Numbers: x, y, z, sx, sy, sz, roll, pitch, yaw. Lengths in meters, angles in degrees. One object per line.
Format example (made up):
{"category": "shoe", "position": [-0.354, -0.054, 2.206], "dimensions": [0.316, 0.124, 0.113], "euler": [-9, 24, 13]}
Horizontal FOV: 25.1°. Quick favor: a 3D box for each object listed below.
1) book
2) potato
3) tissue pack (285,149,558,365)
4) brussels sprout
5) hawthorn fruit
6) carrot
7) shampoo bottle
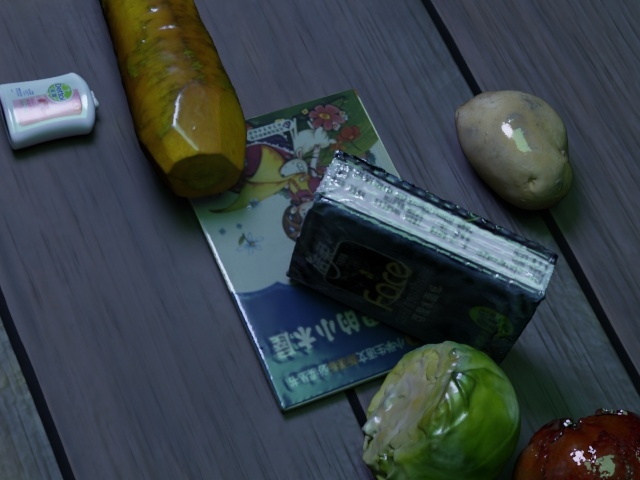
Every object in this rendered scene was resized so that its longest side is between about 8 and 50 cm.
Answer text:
{"category": "book", "position": [0.000, 0.000, 1.484], "dimensions": [0.228, 0.018, 0.322], "euler": [-19, 67, -18]}
{"category": "potato", "position": [0.210, -0.099, 1.526], "dimensions": [0.112, 0.112, 0.147], "euler": [-30, 79, -23]}
{"category": "tissue pack", "position": [0.093, 0.024, 1.380], "dimensions": [0.236, 0.173, 0.073], "euler": [25, 59, 1]}
{"category": "brussels sprout", "position": [0.121, 0.178, 1.355], "dimensions": [0.122, 0.151, 0.149], "euler": [42, 32, -19]}
{"category": "hawthorn fruit", "position": [0.259, 0.244, 1.337], "dimensions": [0.148, 0.148, 0.172], "euler": [-17, 83, -18]}
{"category": "carrot", "position": [-0.157, -0.183, 1.489], "dimensions": [0.114, 0.114, 0.301], "euler": [-11, 58, -15]}
{"category": "shampoo bottle", "position": [-0.280, -0.137, 1.491], "dimensions": [0.099, 0.043, 0.072], "euler": [-13, 66, -16]}
